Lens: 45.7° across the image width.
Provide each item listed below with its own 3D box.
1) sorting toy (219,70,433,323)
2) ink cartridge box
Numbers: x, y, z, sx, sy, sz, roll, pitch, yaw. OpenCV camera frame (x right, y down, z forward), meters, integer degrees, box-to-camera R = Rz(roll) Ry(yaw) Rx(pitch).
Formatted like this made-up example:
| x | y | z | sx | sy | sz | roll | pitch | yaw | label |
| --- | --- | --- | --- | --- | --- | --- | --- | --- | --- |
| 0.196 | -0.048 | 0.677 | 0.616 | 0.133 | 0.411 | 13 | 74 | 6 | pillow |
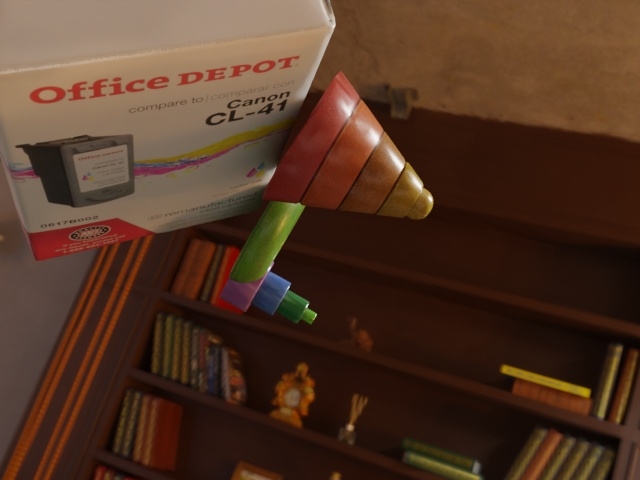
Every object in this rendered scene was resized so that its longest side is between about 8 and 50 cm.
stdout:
| x | y | z | sx | sy | sz | roll | pitch | yaw | label |
| --- | --- | --- | --- | --- | --- | --- | --- | --- | --- |
| 0.000 | 0.000 | 0.721 | 0.126 | 0.127 | 0.365 | 30 | -32 | -1 | sorting toy |
| -0.142 | -0.113 | 0.600 | 0.226 | 0.131 | 0.306 | -13 | -16 | -19 | ink cartridge box |
